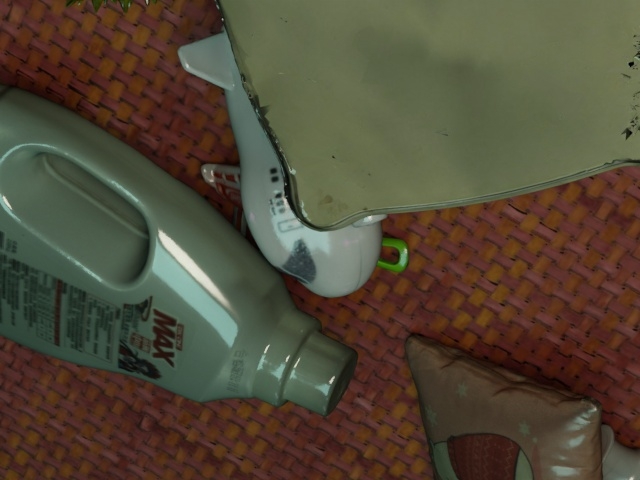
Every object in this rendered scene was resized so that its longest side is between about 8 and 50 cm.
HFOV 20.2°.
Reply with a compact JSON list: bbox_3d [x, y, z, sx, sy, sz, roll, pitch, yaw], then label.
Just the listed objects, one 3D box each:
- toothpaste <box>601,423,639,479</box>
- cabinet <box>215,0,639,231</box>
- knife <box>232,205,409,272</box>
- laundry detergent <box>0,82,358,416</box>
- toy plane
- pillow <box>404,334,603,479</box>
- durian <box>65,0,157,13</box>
[{"bbox_3d":[0.343,0.268,1.664,0.266,0.061,0.096,39,122,-17],"label":"toothpaste"},{"bbox_3d":[0.119,-0.195,1.287,0.290,0.318,0.227,-11,115,22],"label":"cabinet"},{"bbox_3d":[0.000,-0.001,1.616,0.166,0.022,0.078,8,110,12],"label":"knife"},{"bbox_3d":[-0.154,0.030,1.570,0.398,0.125,0.264,25,134,14],"label":"laundry detergent"},{"bbox_3d":[-0.026,-0.070,1.504,0.252,0.118,0.252,36,140,38],"label":"toy plane"},{"bbox_3d":[0.173,0.210,1.619,0.223,0.084,0.236,18,128,47],"label":"pillow"},{"bbox_3d":[-0.126,-0.312,1.429,0.352,0.158,0.169,-47,56,32],"label":"durian"}]
